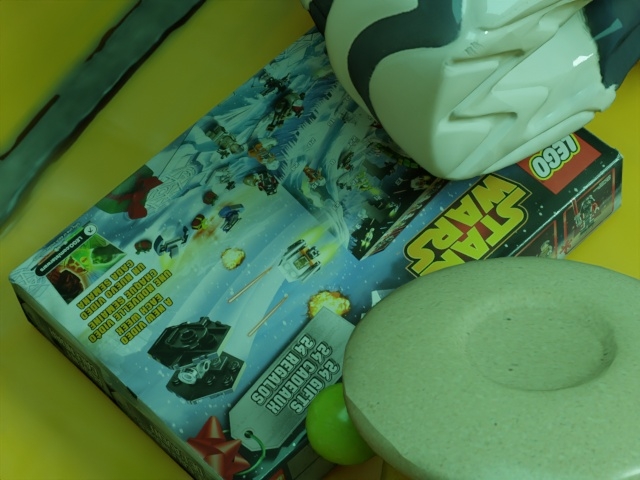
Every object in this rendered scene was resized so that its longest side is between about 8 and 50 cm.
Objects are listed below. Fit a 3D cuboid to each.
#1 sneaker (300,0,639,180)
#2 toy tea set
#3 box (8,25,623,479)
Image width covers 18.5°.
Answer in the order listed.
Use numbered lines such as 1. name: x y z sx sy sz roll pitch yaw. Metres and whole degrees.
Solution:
1. sneaker: 0.078 -0.124 0.537 0.235 0.094 0.153 -30 63 -17
2. toy tea set: 0.145 0.115 0.400 0.336 0.124 0.200 8 35 13
3. box: 0.000 0.000 0.520 0.137 0.027 0.094 -40 61 -17
